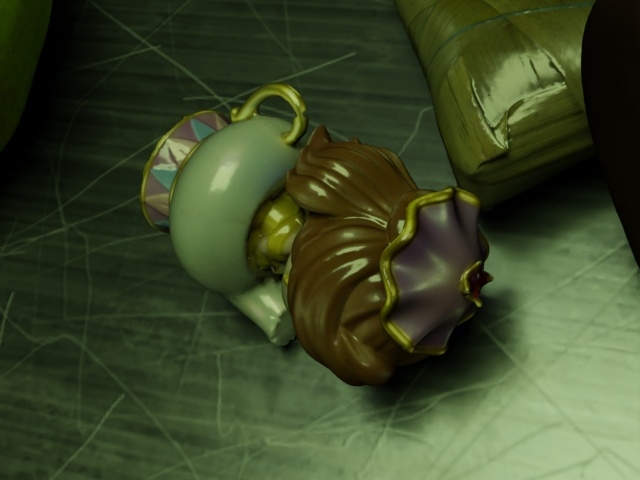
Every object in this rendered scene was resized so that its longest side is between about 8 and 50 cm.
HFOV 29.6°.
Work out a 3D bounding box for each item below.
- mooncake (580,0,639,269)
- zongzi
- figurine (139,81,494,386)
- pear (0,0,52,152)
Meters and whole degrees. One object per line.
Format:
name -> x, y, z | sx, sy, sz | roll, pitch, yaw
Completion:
mooncake -> 0.270, -0.027, 0.656 | 0.174, 0.334, 0.326 | -19, 48, 2
zongzi -> 0.175, -0.163, 0.891 | 0.228, 0.115, 0.256 | -21, 49, 4
figurine -> 0.000, 0.000, 0.841 | 0.263, 0.190, 0.142 | 28, 37, 31
pear -> -0.338, -0.146, 1.020 | 0.286, 0.176, 0.282 | -21, 62, 14
